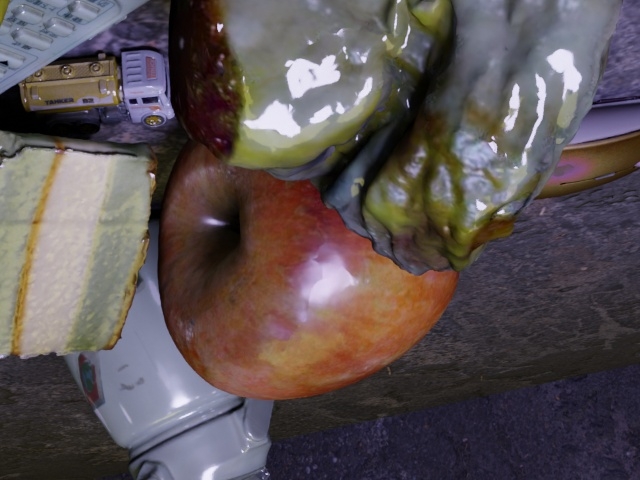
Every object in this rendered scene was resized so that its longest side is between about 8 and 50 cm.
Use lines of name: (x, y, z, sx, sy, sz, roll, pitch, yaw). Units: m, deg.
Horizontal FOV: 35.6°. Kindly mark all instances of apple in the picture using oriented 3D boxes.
apple: (0.000, 0.000, 0.929, 0.302, 0.301, 0.301, -8, 162, -3)

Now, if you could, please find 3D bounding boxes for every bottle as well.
bottle: (-0.170, 0.165, 1.188, 0.229, 0.351, 0.229, -27, 169, -6)

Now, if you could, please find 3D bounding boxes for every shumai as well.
shumai: (0.031, -0.143, 0.675, 0.263, 0.304, 0.309, 18, 127, -7)

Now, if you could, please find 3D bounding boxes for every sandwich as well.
sandwich: (-0.252, -0.044, 0.876, 0.155, 0.198, 0.227, 1, 130, -31)

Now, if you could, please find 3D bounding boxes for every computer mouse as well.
computer mouse: (0.264, -0.096, 1.103, 0.310, 0.071, 0.158, -8, 163, -5)

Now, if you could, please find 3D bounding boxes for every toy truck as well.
toy truck: (-0.186, -0.127, 0.833, 0.123, 0.052, 0.063, -6, 155, -3)

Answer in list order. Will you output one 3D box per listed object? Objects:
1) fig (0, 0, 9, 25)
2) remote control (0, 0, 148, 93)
fig: (-0.320, -0.113, 0.514, 0.326, 0.258, 0.258, -24, 162, -6)
remote control: (-0.242, -0.164, 0.700, 0.344, 0.050, 0.145, -21, 158, 34)
